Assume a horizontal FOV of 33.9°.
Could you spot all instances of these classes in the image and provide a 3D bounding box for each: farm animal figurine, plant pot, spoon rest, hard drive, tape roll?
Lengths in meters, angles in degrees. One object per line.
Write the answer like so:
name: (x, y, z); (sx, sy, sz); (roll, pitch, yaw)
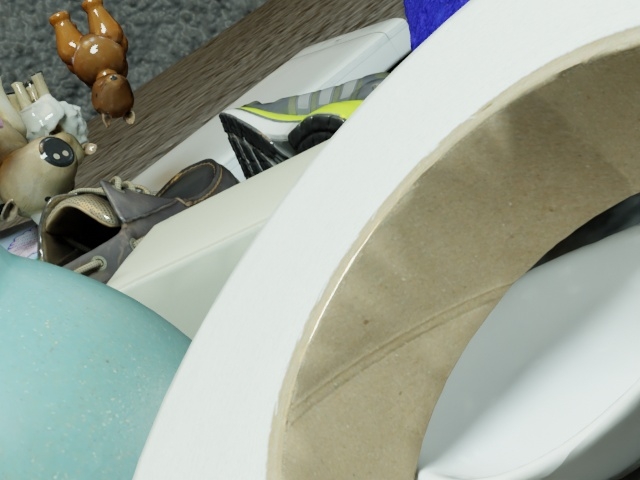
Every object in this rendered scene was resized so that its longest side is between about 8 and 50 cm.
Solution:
farm animal figurine: (-0.308, -0.065, 0.922); (0.330, 0.172, 0.327); (-26, 2, -33)
plant pot: (-0.188, 0.116, 0.531); (0.293, 0.196, 0.293); (-29, 19, 11)
spoon rest: (0.144, 0.025, 0.389); (0.276, 0.084, 0.137); (-22, 23, 28)
hard drive: (-0.076, -0.127, 1.201); (0.353, 0.047, 0.233); (-42, 20, -25)
tape roll: (0.077, 0.031, 0.325); (0.392, 0.072, 0.392); (-40, 26, 24)

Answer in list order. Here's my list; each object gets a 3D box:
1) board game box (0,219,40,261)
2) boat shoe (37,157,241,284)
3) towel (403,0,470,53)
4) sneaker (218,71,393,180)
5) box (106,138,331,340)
board game box: (-0.358, 0.111, 0.914); (0.319, 0.066, 0.318); (-18, 28, 17)
boat shoe: (-0.157, 0.007, 0.859); (0.132, 0.130, 0.355); (-24, 20, 25)
towel: (0.127, -0.224, 0.536); (0.227, 0.076, 0.308); (-77, 13, -63)
sneaker: (0.016, -0.082, 0.875); (0.121, 0.111, 0.300); (-30, 21, -24)
box: (0.000, 0.000, 0.675); (0.275, 0.094, 0.113); (-24, 20, 27)
